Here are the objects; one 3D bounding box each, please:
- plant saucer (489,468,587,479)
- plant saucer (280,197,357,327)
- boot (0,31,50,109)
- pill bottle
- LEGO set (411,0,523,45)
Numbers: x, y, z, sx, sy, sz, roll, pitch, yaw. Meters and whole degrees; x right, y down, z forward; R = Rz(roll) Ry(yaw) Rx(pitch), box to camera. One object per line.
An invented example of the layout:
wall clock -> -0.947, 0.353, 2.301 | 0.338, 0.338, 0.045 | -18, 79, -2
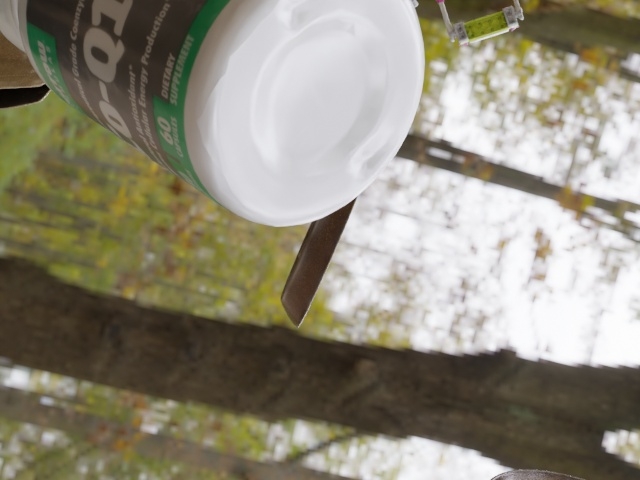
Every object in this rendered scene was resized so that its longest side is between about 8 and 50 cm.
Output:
plant saucer -> 0.343, 0.384, 1.949 | 0.310, 0.310, 0.050 | -113, -141, -67
plant saucer -> 0.000, 0.000, 1.471 | 0.168, 0.029, 0.168 | -156, -90, -88
boot -> -0.434, -0.206, 1.700 | 0.112, 0.305, 0.115 | 117, -29, -68
pill bottle -> -0.106, -0.167, 1.212 | 0.361, 0.204, 0.204 | 32, -70, 45
LEGO set -> 0.206, -0.307, 1.731 | 0.287, 0.132, 0.107 | -26, -116, 27
